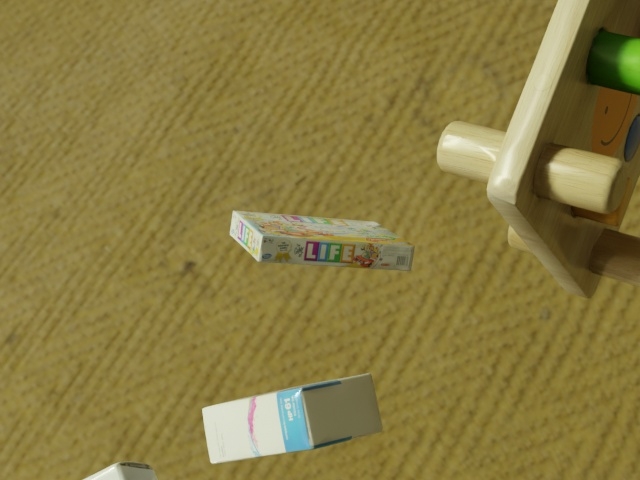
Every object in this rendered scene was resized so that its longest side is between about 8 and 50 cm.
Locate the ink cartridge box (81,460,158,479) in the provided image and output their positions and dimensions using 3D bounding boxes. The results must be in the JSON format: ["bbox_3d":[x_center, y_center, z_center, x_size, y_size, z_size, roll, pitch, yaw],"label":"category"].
[{"bbox_3d":[-0.218,0.379,0.840,0.324,0.071,0.330,-28,67,12],"label":"ink cartridge box"}]

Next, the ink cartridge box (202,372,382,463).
[{"bbox_3d":[-0.025,0.148,0.950,0.122,0.088,0.052,-19,80,41],"label":"ink cartridge box"}]

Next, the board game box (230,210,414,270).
[{"bbox_3d":[0.000,0.000,1.108,0.103,0.154,0.026,-145,61,-66],"label":"board game box"}]

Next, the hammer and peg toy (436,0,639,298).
[{"bbox_3d":[0.232,-0.151,0.847,0.127,0.266,0.361,18,80,29],"label":"hammer and peg toy"}]
